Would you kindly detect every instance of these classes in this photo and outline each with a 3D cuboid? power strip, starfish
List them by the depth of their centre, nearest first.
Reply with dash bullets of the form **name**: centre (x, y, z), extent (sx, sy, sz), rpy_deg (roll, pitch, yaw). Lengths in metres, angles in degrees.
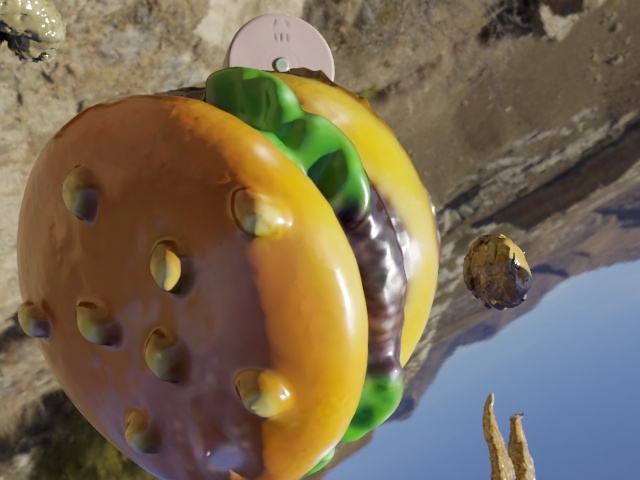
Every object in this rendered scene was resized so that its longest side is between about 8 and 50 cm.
- **power strip**: centre (-0.062, -0.227, 1.049), extent (0.154, 0.154, 0.078), rpy_deg (-27, -179, -17)
- **starfish**: centre (0.269, 0.395, 1.069), extent (0.060, 0.299, 0.302), rpy_deg (-10, -157, 33)

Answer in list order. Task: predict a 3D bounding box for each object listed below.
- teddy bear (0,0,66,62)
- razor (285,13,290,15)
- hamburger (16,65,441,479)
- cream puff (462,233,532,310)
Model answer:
- **teddy bear**: centre (-0.459, -0.308, 0.882), extent (0.256, 0.267, 0.156), rpy_deg (-4, -150, 21)
- **razor**: centre (-0.109, -0.310, 1.323), extent (0.036, 0.084, 0.211), rpy_deg (6, 142, -47)
- **hamburger**: centre (-0.097, 0.048, 0.724), extent (0.395, 0.396, 0.277), rpy_deg (-36, 178, 35)
- **cream puff**: centre (0.282, 0.048, 1.233), extent (0.104, 0.119, 0.133), rpy_deg (-28, -145, 27)
